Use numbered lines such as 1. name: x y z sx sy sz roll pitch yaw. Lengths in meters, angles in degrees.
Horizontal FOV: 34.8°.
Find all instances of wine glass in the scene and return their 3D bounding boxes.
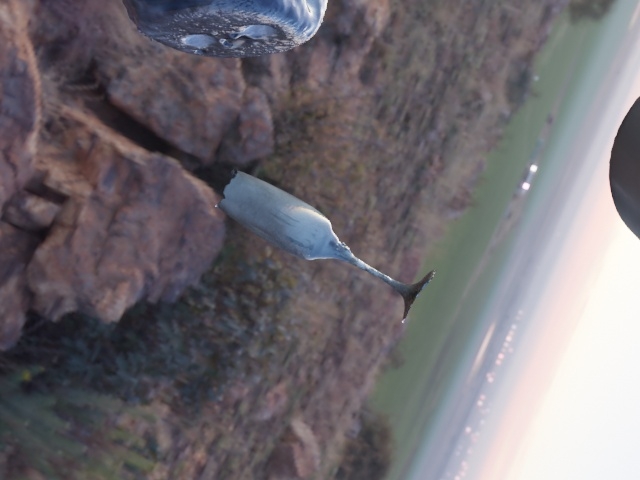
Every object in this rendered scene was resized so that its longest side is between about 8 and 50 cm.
1. wine glass: 0.000 0.000 1.156 0.074 0.262 0.074 -60 176 -6

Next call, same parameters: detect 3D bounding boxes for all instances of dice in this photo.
1. dice: -0.102 -0.307 1.112 0.181 0.183 0.182 11 78 -64

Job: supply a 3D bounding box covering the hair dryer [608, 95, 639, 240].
1. hair dryer: 0.238 0.098 0.488 0.173 0.108 0.357 -106 177 -60
